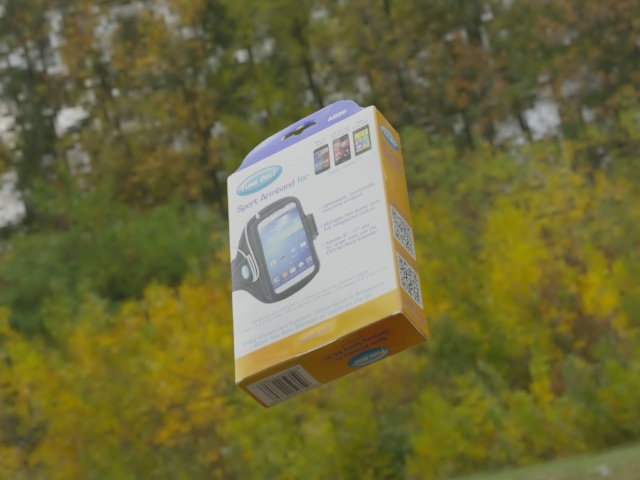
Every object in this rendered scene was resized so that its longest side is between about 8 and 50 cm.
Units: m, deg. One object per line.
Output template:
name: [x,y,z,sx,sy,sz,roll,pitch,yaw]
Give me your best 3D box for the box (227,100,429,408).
box: [0.000,0.000,0.693,0.081,0.136,0.028,-25,-47,21]
